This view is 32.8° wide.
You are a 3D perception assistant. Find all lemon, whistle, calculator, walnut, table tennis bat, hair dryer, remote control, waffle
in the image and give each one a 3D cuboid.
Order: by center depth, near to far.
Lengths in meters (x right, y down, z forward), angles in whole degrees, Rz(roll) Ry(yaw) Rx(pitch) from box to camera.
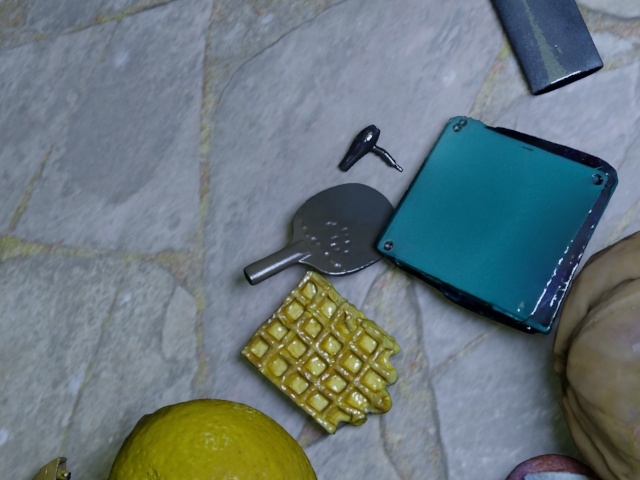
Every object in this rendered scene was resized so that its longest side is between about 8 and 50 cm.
[{"bbox_3d":[0.468,0.141,1.307,0.383,0.383,0.384,-1,81,9],"label":"walnut"},{"bbox_3d":[0.364,0.345,1.393,0.346,0.134,0.142,-1,108,-2],"label":"whistle"},{"bbox_3d":[-0.138,0.341,1.401,0.292,0.293,0.293,-1,81,9],"label":"lemon"},{"bbox_3d":[0.237,-0.027,1.461,0.274,0.058,0.248,23,78,31],"label":"calculator"},{"bbox_3d":[0.018,0.164,1.507,0.211,0.055,0.160,39,88,14],"label":"waffle"},{"bbox_3d":[0.000,0.000,1.519,0.234,0.022,0.131,-26,70,-15],"label":"table tennis bat"},{"bbox_3d":[0.282,-0.394,1.554,0.107,0.044,0.378,-23,78,10],"label":"remote control"},{"bbox_3d":[0.077,-0.115,1.558,0.083,0.031,0.079,39,100,4],"label":"hair dryer"}]

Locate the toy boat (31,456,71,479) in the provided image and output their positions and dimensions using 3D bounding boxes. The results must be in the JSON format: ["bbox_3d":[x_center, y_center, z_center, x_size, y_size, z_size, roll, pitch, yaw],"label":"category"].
[{"bbox_3d":[-0.363,0.420,1.531,0.088,0.068,0.226,-4,78,4],"label":"toy boat"}]
